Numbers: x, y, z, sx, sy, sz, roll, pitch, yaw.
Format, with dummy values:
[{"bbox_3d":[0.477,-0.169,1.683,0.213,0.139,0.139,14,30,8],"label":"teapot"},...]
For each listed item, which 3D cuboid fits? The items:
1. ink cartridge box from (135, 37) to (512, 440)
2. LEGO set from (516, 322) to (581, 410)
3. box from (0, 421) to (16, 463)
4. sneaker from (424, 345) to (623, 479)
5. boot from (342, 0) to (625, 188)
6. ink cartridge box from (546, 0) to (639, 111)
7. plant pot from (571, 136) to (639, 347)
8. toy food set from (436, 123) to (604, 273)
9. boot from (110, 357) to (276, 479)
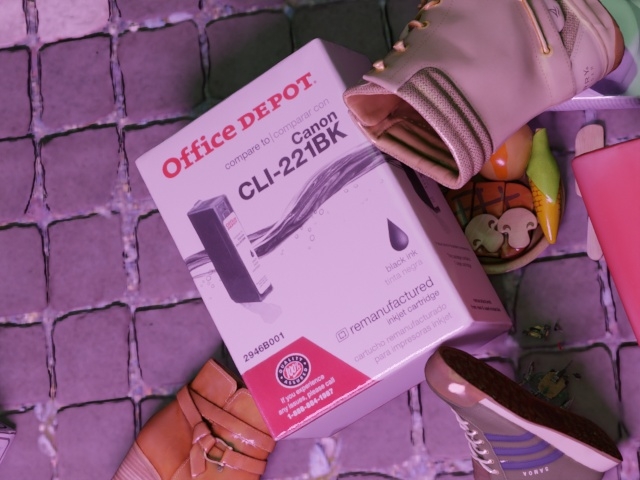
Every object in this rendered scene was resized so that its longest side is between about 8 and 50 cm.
[{"bbox_3d":[0.000,0.000,1.500,0.197,0.114,0.273,-33,74,17],"label":"ink cartridge box"},{"bbox_3d":[0.188,0.110,1.493,0.054,0.023,0.083,7,70,14],"label":"LEGO set"},{"bbox_3d":[-0.393,0.265,1.553,0.087,0.169,0.290,28,91,20],"label":"box"},{"bbox_3d":[0.143,0.160,1.430,0.086,0.192,0.064,-52,27,19],"label":"sneaker"},{"bbox_3d":[0.083,-0.178,1.440,0.203,0.095,0.262,-39,77,-23],"label":"boot"},{"bbox_3d":[0.240,-0.219,1.513,0.224,0.045,0.223,-1,81,15],"label":"ink cartridge box"},{"bbox_3d":[0.344,0.028,1.348,0.275,0.275,0.243,-12,87,13],"label":"plant pot"},{"bbox_3d":[0.140,-0.038,1.517,0.192,0.038,0.132,-3,81,15],"label":"toy food set"},{"bbox_3d":[-0.071,0.205,1.523,0.197,0.073,0.152,38,89,15],"label":"boot"}]
